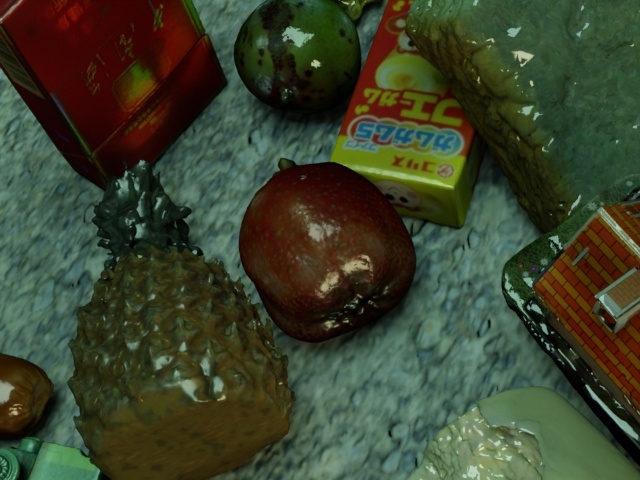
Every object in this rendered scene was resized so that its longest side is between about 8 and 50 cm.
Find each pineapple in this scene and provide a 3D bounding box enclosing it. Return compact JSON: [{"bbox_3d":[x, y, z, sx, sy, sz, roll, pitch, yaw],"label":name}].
[{"bbox_3d":[-0.158,0.065,1.125,0.202,0.202,0.362,-23,50,-1],"label":"pineapple"}]

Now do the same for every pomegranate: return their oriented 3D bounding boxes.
[{"bbox_3d":[-0.024,-0.224,1.277,0.148,0.148,0.169,-9,73,8],"label":"pomegranate"}]

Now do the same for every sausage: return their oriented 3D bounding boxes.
[{"bbox_3d":[-0.418,0.156,1.190,0.300,0.083,0.089,-2,72,14],"label":"sausage"}]

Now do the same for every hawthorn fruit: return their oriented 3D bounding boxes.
[{"bbox_3d":[0.000,0.000,1.143,0.169,0.169,0.188,-25,57,-1],"label":"hawthorn fruit"}]

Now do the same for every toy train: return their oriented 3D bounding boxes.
[{"bbox_3d":[-0.275,0.284,1.086,0.132,0.083,0.200,8,64,14],"label":"toy train"}]

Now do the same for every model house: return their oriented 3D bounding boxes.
[{"bbox_3d":[0.306,0.058,0.946,0.207,0.154,0.294,-35,67,-9],"label":"model house"}]

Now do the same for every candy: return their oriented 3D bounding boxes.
[{"bbox_3d":[0.117,-0.159,1.244,0.146,0.088,0.276,13,65,18],"label":"candy"}]

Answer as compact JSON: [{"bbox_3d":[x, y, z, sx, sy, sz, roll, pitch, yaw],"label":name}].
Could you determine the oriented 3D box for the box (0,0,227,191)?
[{"bbox_3d":[-0.227,-0.208,1.218,0.089,0.313,0.197,30,71,26],"label":"box"}]

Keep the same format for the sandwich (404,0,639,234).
[{"bbox_3d":[0.246,-0.201,1.117,0.262,0.131,0.325,-36,102,-9],"label":"sandwich"}]

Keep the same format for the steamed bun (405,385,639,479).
[{"bbox_3d":[0.174,0.233,0.956,0.200,0.170,0.225,-38,59,-7],"label":"steamed bun"}]

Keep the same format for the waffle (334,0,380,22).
[{"bbox_3d":[0.010,-0.341,1.395,0.149,0.051,0.194,-37,64,-8],"label":"waffle"}]
